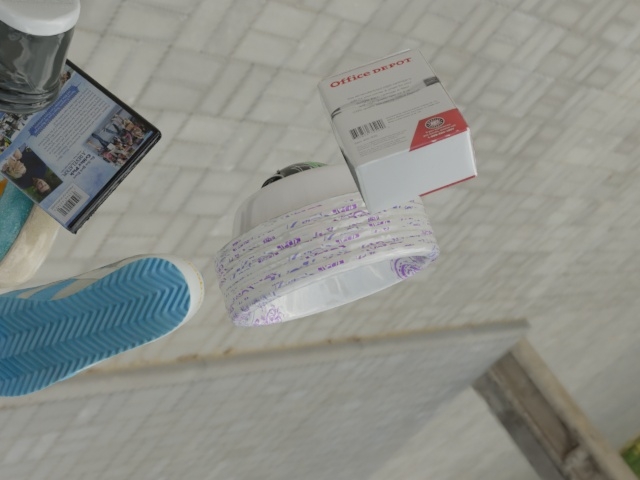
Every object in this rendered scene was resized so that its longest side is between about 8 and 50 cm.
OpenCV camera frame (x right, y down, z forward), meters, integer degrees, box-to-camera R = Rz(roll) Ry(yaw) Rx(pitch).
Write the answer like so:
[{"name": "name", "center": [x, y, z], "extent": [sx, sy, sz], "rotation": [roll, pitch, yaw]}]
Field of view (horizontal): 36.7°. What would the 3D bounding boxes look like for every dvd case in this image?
[{"name": "dvd case", "center": [-0.364, -0.150, 1.308], "extent": [0.180, 0.253, 0.022], "rotation": [-50, 165, -10]}]

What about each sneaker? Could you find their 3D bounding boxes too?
[{"name": "sneaker", "center": [-0.205, 0.071, 0.810], "extent": [0.228, 0.087, 0.092], "rotation": [-14, 180, 9]}, {"name": "sneaker", "center": [-0.346, -0.229, 0.913], "extent": [0.104, 0.295, 0.147], "rotation": [-32, 154, -42]}]

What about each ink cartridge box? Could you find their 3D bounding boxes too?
[{"name": "ink cartridge box", "center": [0.063, -0.097, 0.827], "extent": [0.099, 0.135, 0.056], "rotation": [-20, 132, 0]}]

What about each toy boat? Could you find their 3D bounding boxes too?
[{"name": "toy boat", "center": [-0.507, -0.002, 1.413], "extent": [0.318, 0.267, 0.148], "rotation": [-43, 123, 17]}]

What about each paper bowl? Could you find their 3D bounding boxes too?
[{"name": "paper bowl", "center": [0.000, 0.000, 1.244], "extent": [0.284, 0.148, 0.284], "rotation": [-17, 168, -4]}]

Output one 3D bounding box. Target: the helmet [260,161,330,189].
[{"name": "helmet", "center": [-0.015, -0.051, 1.584], "extent": [0.169, 0.161, 0.169], "rotation": [-3, 131, -3]}]
